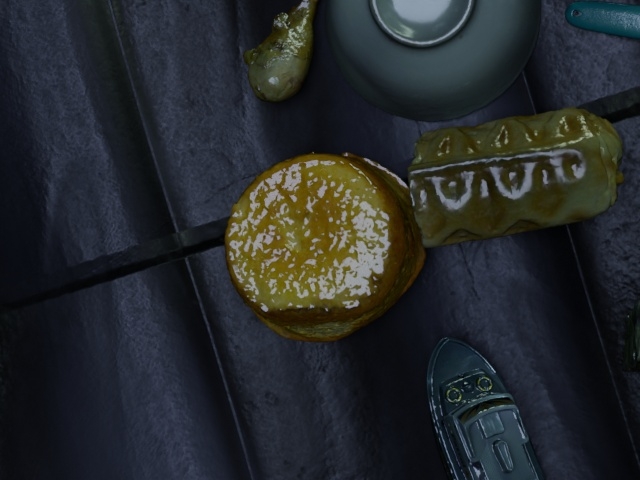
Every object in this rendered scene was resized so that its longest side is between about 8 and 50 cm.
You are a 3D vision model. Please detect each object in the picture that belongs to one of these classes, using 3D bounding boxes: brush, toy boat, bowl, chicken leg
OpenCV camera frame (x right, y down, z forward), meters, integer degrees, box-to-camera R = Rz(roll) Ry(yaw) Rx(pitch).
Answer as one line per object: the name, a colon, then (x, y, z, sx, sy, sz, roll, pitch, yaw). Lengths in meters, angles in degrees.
brush: (0.409, -0.276, 1.816, 0.193, 0.032, 0.043, 12, 96, 22)
toy boat: (0.209, 0.261, 1.796, 0.114, 0.122, 0.296, -18, 83, -15)
bowl: (0.134, -0.302, 1.805, 0.289, 0.146, 0.289, 0, 89, 10)
chicken leg: (-0.045, -0.266, 1.882, 0.093, 0.070, 0.178, 23, 86, 16)

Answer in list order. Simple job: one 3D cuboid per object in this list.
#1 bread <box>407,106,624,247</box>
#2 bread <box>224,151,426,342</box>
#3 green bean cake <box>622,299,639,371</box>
bread: (0.247, -0.083, 1.791, 0.268, 0.130, 0.152, -10, 83, 9)
bread: (0.000, 0.000, 1.827, 0.268, 0.146, 0.268, -1, 85, 11)
green bean cake: (0.458, 0.119, 1.725, 0.173, 0.181, 0.094, 5, 81, 10)
